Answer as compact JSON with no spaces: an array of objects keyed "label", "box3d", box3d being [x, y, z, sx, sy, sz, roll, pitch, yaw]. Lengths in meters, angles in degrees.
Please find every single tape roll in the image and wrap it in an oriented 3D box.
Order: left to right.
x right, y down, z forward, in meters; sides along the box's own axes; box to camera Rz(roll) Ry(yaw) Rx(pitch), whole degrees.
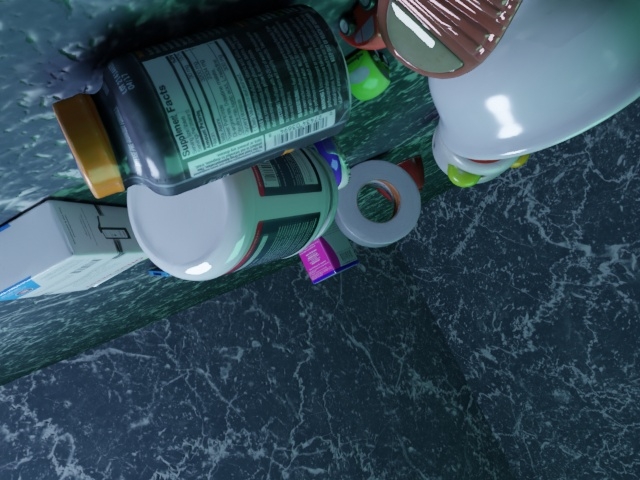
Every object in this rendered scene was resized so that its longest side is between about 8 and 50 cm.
[{"label":"tape roll","box3d":[0.143,-0.093,1.357,0.219,0.219,0.072,-25,175,-10]}]

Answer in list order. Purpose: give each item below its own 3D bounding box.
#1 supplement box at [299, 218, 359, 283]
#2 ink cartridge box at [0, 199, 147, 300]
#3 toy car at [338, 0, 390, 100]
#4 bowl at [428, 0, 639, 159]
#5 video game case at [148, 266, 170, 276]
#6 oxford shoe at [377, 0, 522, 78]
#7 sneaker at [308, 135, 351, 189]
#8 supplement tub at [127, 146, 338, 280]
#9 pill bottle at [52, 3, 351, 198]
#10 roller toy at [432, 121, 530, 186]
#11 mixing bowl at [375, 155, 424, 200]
[{"label":"supplement box","box3d":[0.000,0.000,1.561,0.111,0.220,0.114,-20,173,-44]},{"label":"ink cartridge box","box3d":[-0.365,0.015,0.771,0.148,0.085,0.203,-27,175,11]},{"label":"toy car","box3d":[0.042,-0.215,0.664,0.239,0.053,0.225,-29,173,25]},{"label":"bowl","box3d":[0.231,-0.241,0.584,0.298,0.134,0.297,-33,-149,23]},{"label":"video game case","box3d":[-0.351,0.062,1.315,0.119,0.015,0.166,-20,-171,-30]},{"label":"oxford shoe","box3d":[0.159,-0.291,0.352,0.146,0.141,0.397,-58,-175,-28]},{"label":"sneaker","box3d":[-0.046,-0.108,0.987,0.146,0.102,0.293,-24,174,-17]},{"label":"supplement tub","box3d":[-0.107,-0.057,0.736,0.191,0.191,0.272,-29,173,27]},{"label":"pill bottle","box3d":[-0.106,-0.122,0.486,0.246,0.130,0.130,-24,174,-18]},{"label":"roller toy","box3d":[0.360,-0.232,1.209,0.209,0.191,0.146,-24,174,0]},{"label":"mixing bowl","box3d":[0.260,-0.183,1.675,0.182,0.098,0.181,-25,174,-3]}]
